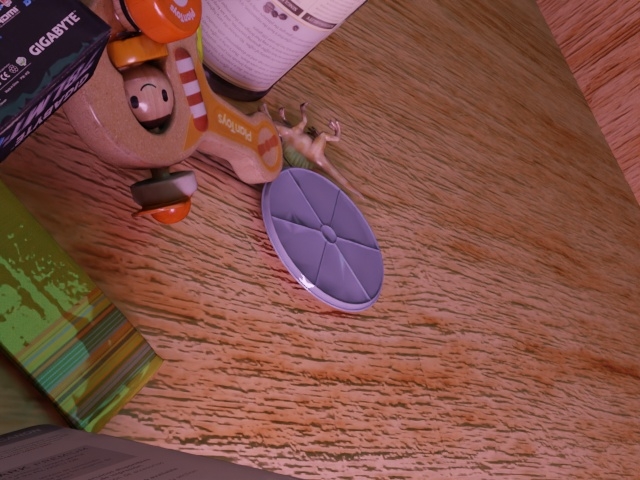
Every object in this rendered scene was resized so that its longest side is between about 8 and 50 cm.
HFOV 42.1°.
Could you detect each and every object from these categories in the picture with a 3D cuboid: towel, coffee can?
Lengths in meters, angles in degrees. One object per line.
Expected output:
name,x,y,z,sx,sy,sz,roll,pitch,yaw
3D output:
towel,-0.234,0.043,0.666,0.237,0.021,0.102,50,42,-7
coffee can,-0.050,-0.333,1.030,0.202,0.275,0.201,33,38,-31

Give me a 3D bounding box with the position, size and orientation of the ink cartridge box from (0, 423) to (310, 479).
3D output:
ink cartridge box,-0.190,0.207,0.440,0.309,0.272,0.130,-5,95,-53

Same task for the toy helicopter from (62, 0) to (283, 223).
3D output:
toy helicopter,-0.129,-0.113,0.833,0.355,0.140,0.234,21,61,-63

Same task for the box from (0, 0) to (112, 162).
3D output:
box,-0.343,-0.139,0.543,0.293,0.073,0.295,38,55,-8

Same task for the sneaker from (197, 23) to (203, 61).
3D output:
sneaker,-0.228,-0.283,0.915,0.295,0.124,0.109,57,25,-31

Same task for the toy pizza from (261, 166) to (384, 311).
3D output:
toy pizza,0.000,0.000,1.012,0.201,0.032,0.201,32,40,-31

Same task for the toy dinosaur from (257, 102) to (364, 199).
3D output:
toy dinosaur,-0.012,-0.124,1.111,0.183,0.053,0.092,38,50,-11
